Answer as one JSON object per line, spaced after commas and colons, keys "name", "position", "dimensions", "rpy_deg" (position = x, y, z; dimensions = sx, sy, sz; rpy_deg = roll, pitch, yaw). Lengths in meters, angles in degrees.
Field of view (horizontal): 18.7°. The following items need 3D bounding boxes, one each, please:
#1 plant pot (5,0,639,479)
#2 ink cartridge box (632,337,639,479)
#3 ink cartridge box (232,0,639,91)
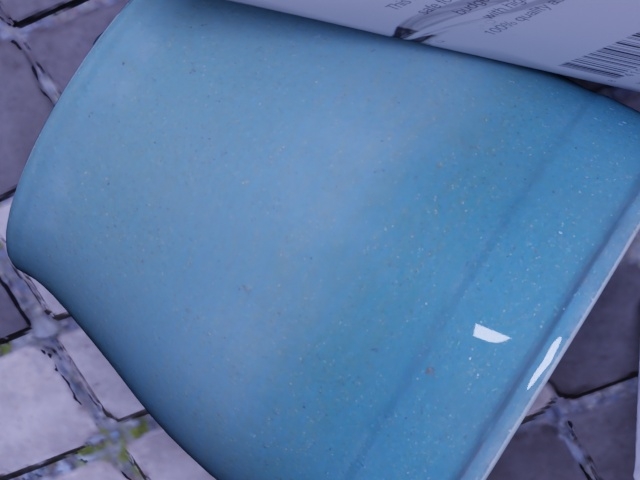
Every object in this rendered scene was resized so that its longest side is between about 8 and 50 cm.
{"name": "plant pot", "position": [0.000, 0.000, 0.937], "dimensions": [0.255, 0.271, 0.271], "rpy_deg": [32, 119, 7]}
{"name": "ink cartridge box", "position": [0.282, 0.161, 0.998], "dimensions": [0.121, 0.211, 0.289], "rpy_deg": [-26, 112, 21]}
{"name": "ink cartridge box", "position": [0.112, -0.160, 0.778], "dimensions": [0.307, 0.129, 0.223], "rpy_deg": [9, 166, -25]}
